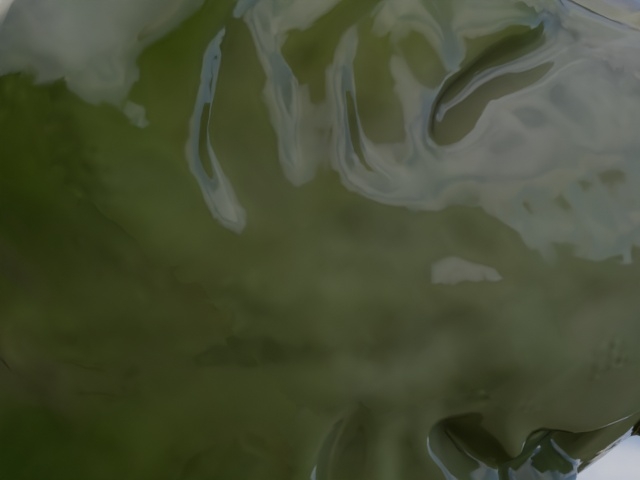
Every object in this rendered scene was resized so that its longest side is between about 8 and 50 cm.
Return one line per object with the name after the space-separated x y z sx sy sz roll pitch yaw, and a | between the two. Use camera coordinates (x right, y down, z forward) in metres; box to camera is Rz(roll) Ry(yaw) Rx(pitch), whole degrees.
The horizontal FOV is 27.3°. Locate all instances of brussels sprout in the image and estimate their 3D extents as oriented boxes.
-0.011 -0.007 0.457 0.274 0.316 0.242 54 1 15 | brussels sprout
